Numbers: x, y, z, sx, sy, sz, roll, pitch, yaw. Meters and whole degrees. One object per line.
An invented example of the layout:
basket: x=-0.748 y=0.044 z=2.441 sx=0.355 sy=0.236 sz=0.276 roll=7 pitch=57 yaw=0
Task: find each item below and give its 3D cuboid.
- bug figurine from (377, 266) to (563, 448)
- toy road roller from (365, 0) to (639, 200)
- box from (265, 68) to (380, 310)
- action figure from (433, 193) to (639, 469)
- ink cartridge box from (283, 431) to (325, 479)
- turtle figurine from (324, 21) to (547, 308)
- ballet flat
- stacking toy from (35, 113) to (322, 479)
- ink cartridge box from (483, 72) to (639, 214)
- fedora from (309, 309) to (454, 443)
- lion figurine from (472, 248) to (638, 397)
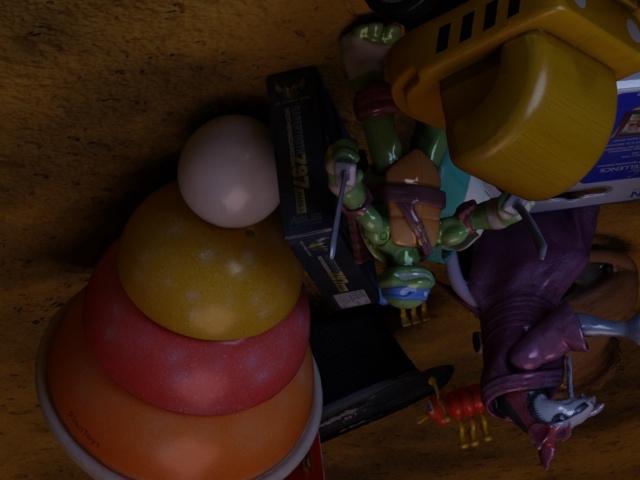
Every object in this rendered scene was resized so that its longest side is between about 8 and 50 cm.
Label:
bug figurine: x=0.183 y=0.115 z=2.209 sx=0.216 sy=0.279 sz=0.072 roll=-19 pitch=147 yaw=-12
toy road roller: x=0.210 y=-0.182 z=1.503 sx=0.329 sy=0.240 sz=0.202 roll=-23 pitch=153 yaw=33
box: x=0.005 y=-0.049 z=1.829 sx=0.059 sy=0.183 sz=0.232 roll=-11 pitch=156 yaw=9
action figure: x=0.232 y=0.096 z=2.014 sx=0.276 sy=0.370 sz=0.248 roll=13 pitch=133 yaw=-7
ink cartridge box: x=-0.126 y=0.238 z=2.312 sx=0.091 sy=0.308 sz=0.385 roll=3 pitch=155 yaw=-25
turtle figurine: x=0.106 y=-0.080 z=1.654 sx=0.198 sy=0.266 sz=0.274 roll=-5 pitch=166 yaw=5
ballet flat: x=0.143 y=-0.038 z=1.893 sx=0.087 sy=0.083 sz=0.247 roll=16 pitch=160 yaw=-1
stacking toy: x=-0.122 y=0.048 z=1.950 sx=0.350 sy=0.350 sz=0.480 roll=0 pitch=141 yaw=-18
ink cartridge box: x=0.292 y=-0.122 z=1.906 sx=0.304 sy=0.072 sz=0.307 roll=-7 pitch=160 yaw=-5
fedora: x=0.016 y=0.191 z=2.410 sx=0.334 sy=0.152 sz=0.334 roll=-22 pitch=172 yaw=-3
lion figurine: x=0.355 y=0.109 z=2.389 sx=0.240 sy=0.142 sz=0.392 roll=-8 pitch=154 yaw=-19
